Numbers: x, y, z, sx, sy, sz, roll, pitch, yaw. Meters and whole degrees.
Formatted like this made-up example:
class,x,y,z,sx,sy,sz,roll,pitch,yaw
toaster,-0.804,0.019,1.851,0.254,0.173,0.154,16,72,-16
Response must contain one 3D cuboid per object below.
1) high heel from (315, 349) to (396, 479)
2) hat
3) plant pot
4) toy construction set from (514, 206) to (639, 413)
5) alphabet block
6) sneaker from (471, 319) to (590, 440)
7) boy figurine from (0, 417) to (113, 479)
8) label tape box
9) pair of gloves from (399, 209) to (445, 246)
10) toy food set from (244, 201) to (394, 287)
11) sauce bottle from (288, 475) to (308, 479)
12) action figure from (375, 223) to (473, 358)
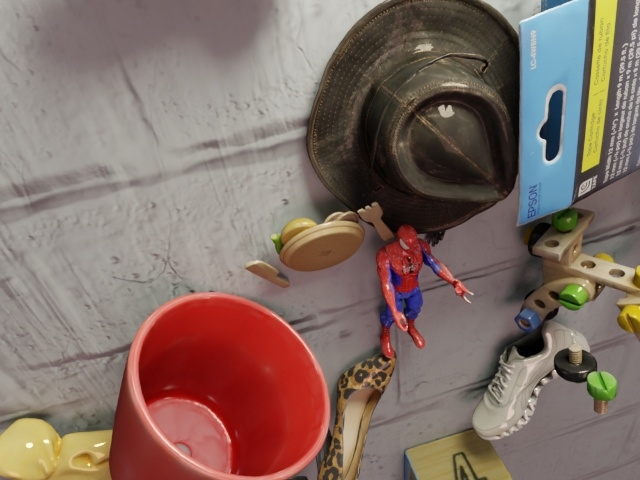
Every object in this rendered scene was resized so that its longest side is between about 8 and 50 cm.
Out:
class,x,y,z,sx,sy,sz,roll,pitch,yaw
high heel,0.078,0.332,0.790,0.093,0.186,0.261,25,113,-29
hat,0.156,-0.119,0.542,0.332,0.134,0.331,-8,121,-13
plant pot,-0.163,0.252,0.634,0.275,0.274,0.243,20,125,-27
toy construction set,0.465,0.048,0.697,0.309,0.257,0.237,-20,116,-6
alphabet block,0.318,0.584,1.030,0.197,0.193,0.192,-13,127,-9
sneaker,0.395,0.275,0.909,0.118,0.110,0.292,30,102,-23
boy figurine,-0.378,0.367,0.737,0.285,0.092,0.177,25,113,-29
label tape box,0.346,-0.202,0.534,0.348,0.115,0.249,-25,127,-7
pair of gloves,0.159,-0.024,0.685,0.083,0.010,0.074,0,120,-19
toy food set,0.000,0.000,0.622,0.192,0.038,0.132,-25,153,12
sauce bottle,-0.189,0.519,0.884,0.345,0.111,0.111,2,122,-18
action figure,0.140,0.104,0.669,0.092,0.139,0.280,-17,132,-8
